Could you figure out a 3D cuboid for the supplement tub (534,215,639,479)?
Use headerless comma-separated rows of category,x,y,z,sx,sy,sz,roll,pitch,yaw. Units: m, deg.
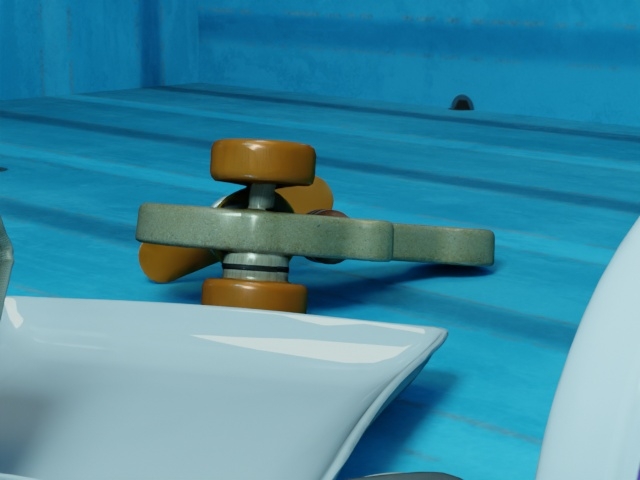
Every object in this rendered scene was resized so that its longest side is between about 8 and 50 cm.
supplement tub,0.248,0.101,0.372,0.331,0.241,0.241,9,15,36

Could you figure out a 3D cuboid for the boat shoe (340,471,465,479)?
boat shoe,-0.029,0.145,0.482,0.335,0.112,0.095,-7,9,-44

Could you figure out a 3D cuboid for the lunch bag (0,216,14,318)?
lunch bag,-0.290,0.048,0.652,0.235,0.169,0.287,-13,33,4

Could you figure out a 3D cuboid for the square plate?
square plate,-0.124,0.100,0.846,0.344,0.049,0.347,4,13,16

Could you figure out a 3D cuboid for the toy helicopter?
toy helicopter,0.000,0.000,1.230,0.355,0.140,0.235,4,-2,-37
